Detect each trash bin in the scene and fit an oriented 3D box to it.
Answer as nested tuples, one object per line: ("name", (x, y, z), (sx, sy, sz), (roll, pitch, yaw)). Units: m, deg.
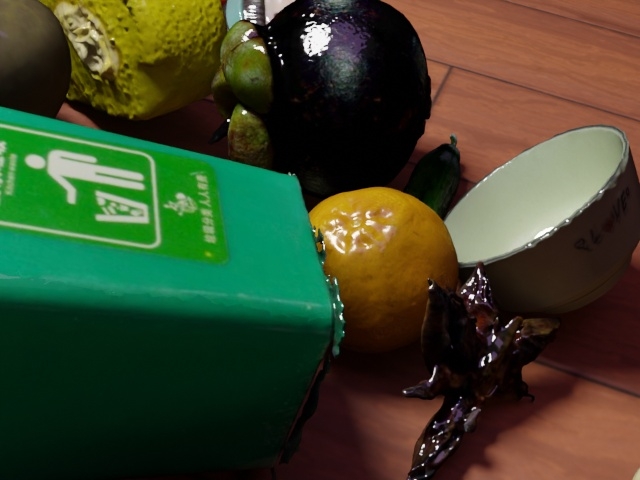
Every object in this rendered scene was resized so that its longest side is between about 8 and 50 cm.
("trash bin", (-0.202, 0.061, 0.681), (0.381, 0.295, 0.259), (7, 39, -19))

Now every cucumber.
("cucumber", (0.113, -0.042, 1.007), (0.056, 0.056, 0.250), (18, 42, 10))

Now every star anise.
("star anise", (0.126, 0.093, 0.795), (0.212, 0.157, 0.053), (-25, 12, -31))

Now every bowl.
("bowl", (0.226, -0.006, 0.907), (0.211, 0.112, 0.211), (-32, 20, 13))

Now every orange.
("orange", (0.044, 0.023, 0.840), (0.158, 0.136, 0.159), (-7, 55, 10))

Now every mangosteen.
("mangosteen", (0.001, -0.149, 0.979), (0.242, 0.243, 0.243), (6, 41, -5))

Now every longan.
("longan", (-0.358, -0.172, 0.961), (0.212, 0.198, 0.198), (-26, 41, 13))

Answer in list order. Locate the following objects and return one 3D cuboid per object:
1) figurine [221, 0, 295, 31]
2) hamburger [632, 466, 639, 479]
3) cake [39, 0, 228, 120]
("figurine", (-0.014, -0.270, 1.208), (0.245, 0.110, 0.138), (6, 38, -12))
("hamburger", (0.299, 0.221, 0.714), (0.126, 0.081, 0.141), (17, 40, 8))
("cake", (-0.220, -0.246, 1.044), (0.260, 0.179, 0.156), (19, 39, 42))
